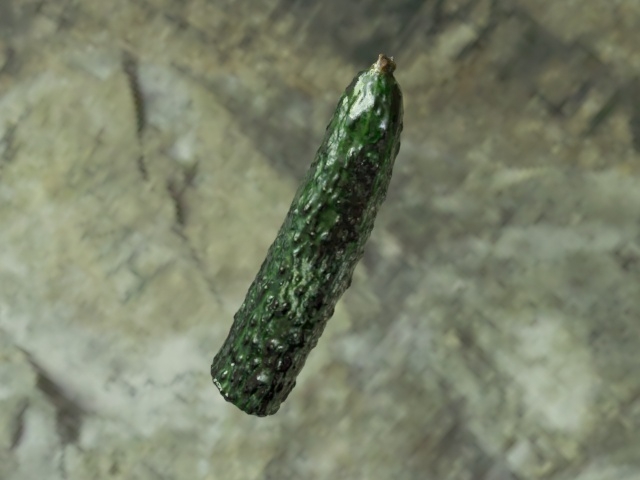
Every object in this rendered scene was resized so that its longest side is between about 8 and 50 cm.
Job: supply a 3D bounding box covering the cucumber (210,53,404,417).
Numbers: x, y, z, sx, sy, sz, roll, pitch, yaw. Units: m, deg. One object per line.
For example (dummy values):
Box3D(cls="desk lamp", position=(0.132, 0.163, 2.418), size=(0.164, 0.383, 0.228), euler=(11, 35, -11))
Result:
Box3D(cls="cucumber", position=(0.000, 0.000, 1.137), size=(0.067, 0.293, 0.067), euler=(17, -144, -13))
